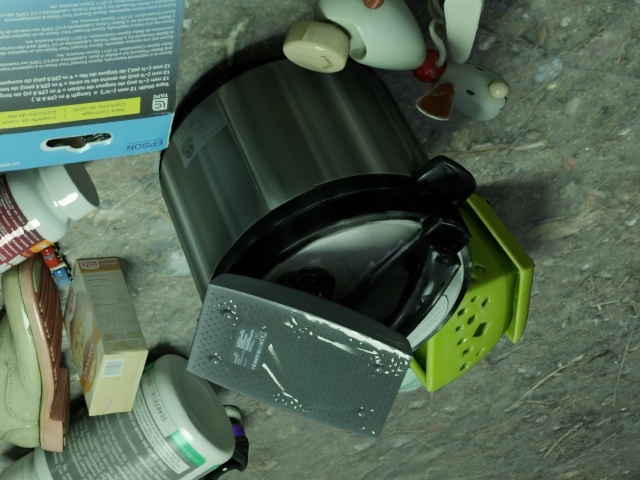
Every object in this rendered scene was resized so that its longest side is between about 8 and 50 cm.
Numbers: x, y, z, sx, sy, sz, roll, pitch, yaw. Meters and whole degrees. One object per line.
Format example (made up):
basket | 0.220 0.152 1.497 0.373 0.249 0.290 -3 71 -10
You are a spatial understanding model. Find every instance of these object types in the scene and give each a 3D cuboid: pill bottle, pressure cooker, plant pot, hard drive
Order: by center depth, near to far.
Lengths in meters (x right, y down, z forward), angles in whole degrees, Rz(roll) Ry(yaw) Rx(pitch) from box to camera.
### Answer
hard drive | -0.025 0.135 1.616 0.255 0.054 0.172 19 131 2
pill bottle | -0.414 -0.032 1.782 0.221 0.121 0.121 -29 142 6
pressure cooker | -0.005 -0.001 1.793 0.376 0.420 0.369 -11 139 -17
plant pot | 0.212 0.067 2.156 0.207 0.227 0.228 -22 142 -14
pill bottle | -0.340 0.361 2.213 0.361 0.204 0.204 -33 141 10

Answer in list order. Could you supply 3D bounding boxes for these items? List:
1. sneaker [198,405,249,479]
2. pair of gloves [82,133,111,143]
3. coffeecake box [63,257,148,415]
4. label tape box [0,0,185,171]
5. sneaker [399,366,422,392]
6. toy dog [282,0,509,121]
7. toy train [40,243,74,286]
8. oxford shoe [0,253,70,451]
sneaker | -0.261 0.400 2.346 0.293 0.146 0.102 -20 142 -6
pair of gloves | -0.292 -0.163 1.783 0.074 0.010 0.083 -23 145 -3
coffeecake box | -0.321 0.141 1.980 0.068 0.185 0.142 -4 137 -25
label tape box | -0.298 -0.249 1.601 0.249 0.115 0.347 -9 142 -19
sneaker | 0.095 0.220 2.365 0.256 0.094 0.151 -13 148 -29
toy dog | 0.123 -0.260 1.695 0.334 0.220 0.161 2 178 -30
toy train | -0.388 0.019 1.923 0.027 0.036 0.158 -22 142 -3
oxford shoe | -0.459 0.180 1.999 0.147 0.140 0.397 2 130 -4
